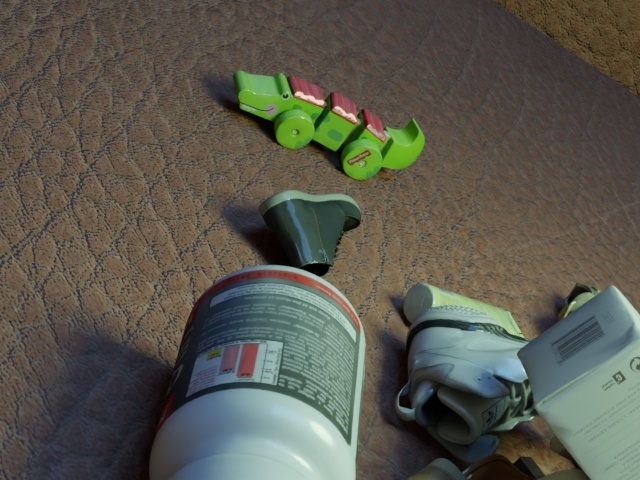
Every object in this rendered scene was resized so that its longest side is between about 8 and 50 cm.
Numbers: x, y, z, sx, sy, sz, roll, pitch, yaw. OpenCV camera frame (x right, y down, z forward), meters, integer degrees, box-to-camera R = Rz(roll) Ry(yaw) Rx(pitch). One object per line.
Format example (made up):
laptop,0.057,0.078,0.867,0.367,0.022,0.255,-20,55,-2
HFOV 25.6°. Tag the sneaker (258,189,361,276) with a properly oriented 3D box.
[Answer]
sneaker,0.000,0.000,2.011,0.222,0.083,0.118,2,61,-57

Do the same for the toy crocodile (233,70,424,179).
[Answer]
toy crocodile,0.012,-0.196,2.279,0.340,0.105,0.115,23,30,-23

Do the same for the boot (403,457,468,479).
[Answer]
boot,0.164,0.384,1.600,0.248,0.090,0.207,43,42,4

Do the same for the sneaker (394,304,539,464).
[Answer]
sneaker,0.275,0.206,1.840,0.366,0.137,0.210,11,32,11

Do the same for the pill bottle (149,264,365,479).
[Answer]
pill bottle,-0.064,0.200,1.461,0.210,0.210,0.363,30,28,-12

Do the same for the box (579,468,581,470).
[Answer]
box,0.458,0.325,1.939,0.122,0.128,0.257,13,35,-37

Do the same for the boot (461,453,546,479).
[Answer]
boot,0.248,0.343,1.741,0.197,0.073,0.152,0,48,-44

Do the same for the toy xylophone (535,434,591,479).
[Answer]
toy xylophone,0.345,0.371,1.669,0.322,0.081,0.236,49,11,-26

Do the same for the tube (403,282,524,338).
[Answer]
tube,0.224,0.118,2.087,0.240,0.062,0.070,16,76,-41

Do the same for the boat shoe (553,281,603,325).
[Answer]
boat shoe,0.417,0.146,2.207,0.103,0.113,0.302,37,17,4

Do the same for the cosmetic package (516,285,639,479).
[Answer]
cosmetic package,0.412,0.265,1.666,0.385,0.156,0.217,53,10,-9
